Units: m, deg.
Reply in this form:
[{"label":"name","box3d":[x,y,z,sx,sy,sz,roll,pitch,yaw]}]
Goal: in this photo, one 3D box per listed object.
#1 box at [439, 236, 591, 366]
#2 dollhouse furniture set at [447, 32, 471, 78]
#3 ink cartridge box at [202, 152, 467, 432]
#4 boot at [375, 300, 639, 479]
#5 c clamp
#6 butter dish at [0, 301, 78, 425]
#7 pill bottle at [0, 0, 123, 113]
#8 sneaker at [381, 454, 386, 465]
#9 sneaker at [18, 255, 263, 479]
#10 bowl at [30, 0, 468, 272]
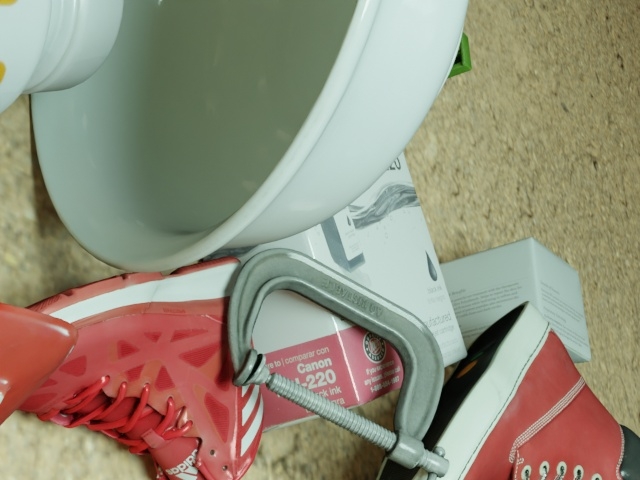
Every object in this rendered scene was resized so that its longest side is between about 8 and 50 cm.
[{"label":"box","box3d":[0.162,0.062,0.909,0.102,0.101,0.087,28,52,-48]},{"label":"dollhouse furniture set","box3d":[0.071,-0.184,0.941,0.151,0.058,0.076,26,53,-47]},{"label":"ink cartridge box","box3d":[0.000,0.000,0.716,0.158,0.092,0.218,-11,81,-57]},{"label":"boot","box3d":[0.143,0.162,0.699,0.176,0.088,0.244,50,38,2]},{"label":"c clamp","box3d":[0.012,0.079,0.592,0.160,0.022,0.137,33,54,-9]},{"label":"butter dish","box3d":[-0.200,0.034,0.386,0.160,0.160,0.118,19,36,-50]},{"label":"pill bottle","box3d":[-0.201,-0.108,0.437,0.245,0.136,0.136,-17,88,-57]},{"label":"sneaker","box3d":[0.129,0.269,0.770,0.270,0.090,0.145,41,44,-32]},{"label":"sneaker","box3d":[-0.092,0.084,0.546,0.221,0.087,0.128,-16,86,-56]},{"label":"bowl","box3d":[-0.022,-0.123,0.543,0.134,0.297,0.298,11,64,-41]}]
